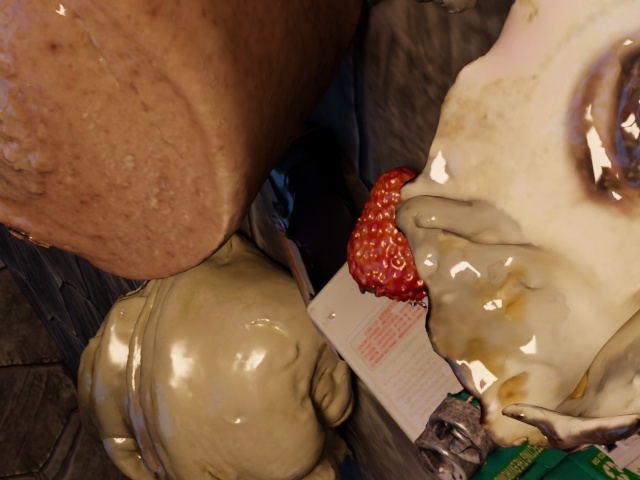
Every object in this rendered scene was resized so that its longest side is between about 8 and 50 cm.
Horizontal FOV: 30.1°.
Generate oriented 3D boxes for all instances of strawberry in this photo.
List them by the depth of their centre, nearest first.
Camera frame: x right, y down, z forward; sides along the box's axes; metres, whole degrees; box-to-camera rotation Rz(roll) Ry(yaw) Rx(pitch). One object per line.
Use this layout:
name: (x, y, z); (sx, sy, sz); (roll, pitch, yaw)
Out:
strawberry: (0.051, -0.002, 0.719); (0.073, 0.073, 0.083); (28, 112, 53)

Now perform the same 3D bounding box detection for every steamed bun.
steamed bun: (-0.118, -0.155, 0.594); (0.301, 0.251, 0.199); (38, 144, -10)
steamed bun: (-0.102, 0.139, 1.069); (0.275, 0.206, 0.320); (47, 154, 32)

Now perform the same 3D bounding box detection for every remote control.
remote control: (0.075, 0.085, 0.767); (0.190, 0.029, 0.087); (49, 114, 21)

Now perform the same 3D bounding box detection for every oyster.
oyster: (0.117, -0.024, 0.431); (0.083, 0.214, 0.223); (23, -151, -33)

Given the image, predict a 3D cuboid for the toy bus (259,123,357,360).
toy bus: (0.000, 0.000, 0.843); (0.072, 0.057, 0.172); (41, 156, 58)

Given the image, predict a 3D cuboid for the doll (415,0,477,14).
doll: (-0.028, -0.247, 0.472); (0.340, 0.158, 0.246); (43, -168, -3)

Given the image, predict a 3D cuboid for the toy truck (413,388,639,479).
toy truck: (0.135, 0.079, 0.588); (0.116, 0.110, 0.216); (39, 155, 11)
